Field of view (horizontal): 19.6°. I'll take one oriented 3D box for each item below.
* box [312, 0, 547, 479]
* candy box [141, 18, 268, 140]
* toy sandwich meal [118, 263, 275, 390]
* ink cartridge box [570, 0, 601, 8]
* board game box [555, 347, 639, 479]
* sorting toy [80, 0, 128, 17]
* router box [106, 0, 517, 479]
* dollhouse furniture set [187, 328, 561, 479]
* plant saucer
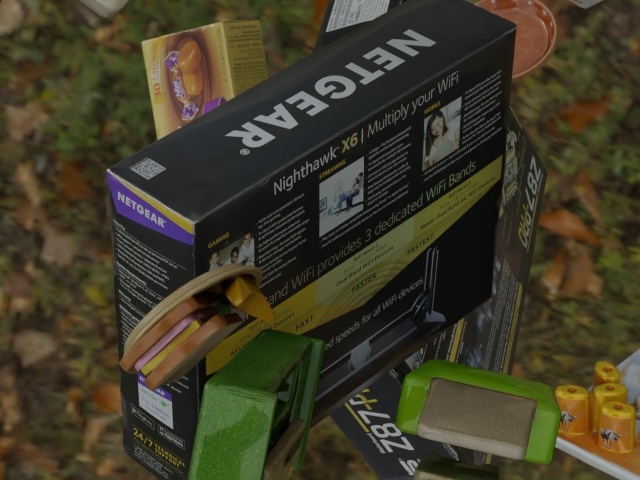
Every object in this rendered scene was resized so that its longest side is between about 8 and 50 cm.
[{"bbox_3d":[0.082,-0.012,1.629,0.097,0.318,0.395,-11,46,30],"label":"box"},{"bbox_3d":[-0.094,-0.097,1.658,0.109,0.053,0.186,-6,93,42],"label":"candy box"},{"bbox_3d":[-0.054,0.042,0.840,0.085,0.085,0.029,-43,74,20],"label":"toy sandwich meal"},{"bbox_3d":[0.234,-0.261,1.678,0.052,0.088,0.122,-63,9,-9],"label":"ink cartridge box"},{"bbox_3d":[0.449,0.125,1.494,0.390,0.390,0.050,25,132,37],"label":"board game box"},{"bbox_3d":[-0.152,-0.323,1.172,0.257,0.255,0.089,-55,13,-15],"label":"sorting toy"},{"bbox_3d":[0.000,0.000,1.242,0.081,0.309,0.243,31,136,32],"label":"router box"},{"bbox_3d":[0.018,0.225,1.093,0.197,0.151,0.301,12,103,7],"label":"dollhouse furniture set"},{"bbox_3d":[0.140,-0.152,1.414,0.083,0.013,0.083,-8,55,12],"label":"plant saucer"}]
